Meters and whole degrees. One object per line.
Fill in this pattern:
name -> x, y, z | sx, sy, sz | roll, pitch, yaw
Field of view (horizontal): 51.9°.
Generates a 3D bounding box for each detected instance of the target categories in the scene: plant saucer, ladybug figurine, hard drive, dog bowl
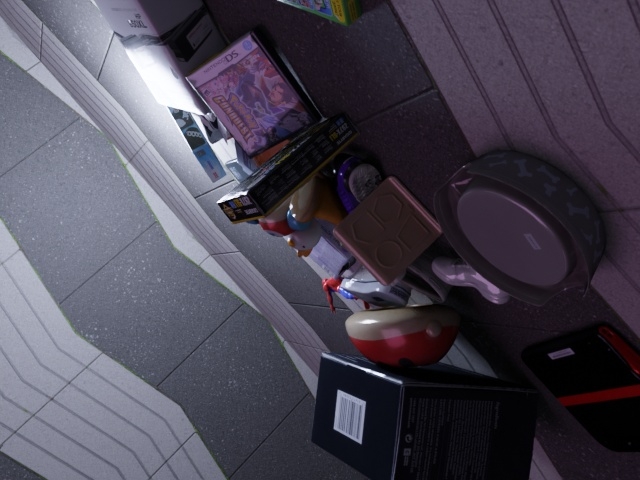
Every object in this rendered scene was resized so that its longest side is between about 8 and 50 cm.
plant saucer -> -0.100, -0.236, 1.874 | 0.200, 0.037, 0.200 | 18, 148, 12
ladybug figurine -> 0.235, 0.270, 1.874 | 0.449, 0.305, 0.162 | 152, 112, -77
hard drive -> -0.283, -0.247, 2.326 | 0.094, 0.022, 0.135 | 52, 160, -17
dog bowl -> 0.389, -0.026, 1.284 | 0.349, 0.102, 0.349 | 39, 160, 17

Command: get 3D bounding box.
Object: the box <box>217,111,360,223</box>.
box -> -0.086, -0.174, 1.625 | 0.079, 0.322, 0.257 | 53, 159, -15

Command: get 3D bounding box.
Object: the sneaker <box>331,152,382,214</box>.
sneaker -> 0.099, -0.117, 1.717 | 0.146, 0.102, 0.293 | 40, 159, 38

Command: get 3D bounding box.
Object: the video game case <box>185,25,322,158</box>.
video game case -> -0.170, -0.363, 1.662 | 0.248, 0.035, 0.275 | -22, 117, 35

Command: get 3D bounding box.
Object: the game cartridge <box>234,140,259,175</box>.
game cartridge -> -0.185, -0.267, 2.047 | 0.198, 0.062, 0.297 | 36, 159, 13

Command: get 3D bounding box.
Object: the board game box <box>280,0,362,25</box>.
board game box -> -0.041, -0.560, 1.187 | 0.213, 0.046, 0.317 | 33, 157, 34

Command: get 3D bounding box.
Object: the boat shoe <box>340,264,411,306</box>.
boat shoe -> 0.174, 0.097, 1.905 | 0.136, 0.156, 0.367 | 29, 168, -11

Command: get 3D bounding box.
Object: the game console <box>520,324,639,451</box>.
game console -> 0.676, 0.354, 1.541 | 0.342, 0.060, 0.386 | 49, 160, 7

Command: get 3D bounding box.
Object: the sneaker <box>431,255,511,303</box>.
sneaker -> 0.365, 0.068, 1.583 | 0.212, 0.080, 0.094 | 24, 140, 33

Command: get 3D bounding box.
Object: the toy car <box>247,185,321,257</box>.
toy car -> -0.075, -0.036, 1.977 | 0.219, 0.210, 0.238 | 7, 129, 38

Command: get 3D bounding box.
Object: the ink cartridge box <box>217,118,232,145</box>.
ink cartridge box -> -0.287, -0.342, 1.997 | 0.063, 0.029, 0.115 | 59, 166, 14

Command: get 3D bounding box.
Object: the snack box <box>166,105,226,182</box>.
snack box -> -0.425, -0.359, 2.159 | 0.322, 0.060, 0.187 | 57, 176, 28

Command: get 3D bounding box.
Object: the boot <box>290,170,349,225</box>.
boot -> 0.026, -0.082, 1.749 | 0.211, 0.104, 0.295 | 43, -158, -23

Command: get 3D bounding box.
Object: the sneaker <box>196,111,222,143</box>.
sneaker -> -0.359, -0.412, 2.062 | 0.153, 0.094, 0.235 | 50, 168, 11

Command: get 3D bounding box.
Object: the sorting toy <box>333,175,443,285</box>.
sorting toy -> 0.166, -0.023, 1.614 | 0.193, 0.208, 0.038 | 46, -178, -1

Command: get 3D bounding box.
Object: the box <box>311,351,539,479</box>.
box -> 0.293, 0.523, 1.957 | 0.472, 0.297, 0.480 | 8, 177, -26

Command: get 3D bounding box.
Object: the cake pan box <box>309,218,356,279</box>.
cake pan box -> 0.000, 0.000, 2.175 | 0.267, 0.070, 0.246 | 43, 162, 10

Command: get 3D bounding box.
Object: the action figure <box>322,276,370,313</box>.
action figure -> 0.105, 0.203, 2.320 | 0.280, 0.091, 0.139 | 20, 139, 51

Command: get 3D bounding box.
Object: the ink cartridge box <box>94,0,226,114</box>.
ink cartridge box -> -0.418, -0.558, 1.770 | 0.285, 0.166, 0.395 | 23, 150, 47

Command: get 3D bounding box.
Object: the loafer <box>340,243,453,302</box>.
loafer -> 0.194, 0.060, 1.675 | 0.319, 0.111, 0.112 | 22, 153, -6
